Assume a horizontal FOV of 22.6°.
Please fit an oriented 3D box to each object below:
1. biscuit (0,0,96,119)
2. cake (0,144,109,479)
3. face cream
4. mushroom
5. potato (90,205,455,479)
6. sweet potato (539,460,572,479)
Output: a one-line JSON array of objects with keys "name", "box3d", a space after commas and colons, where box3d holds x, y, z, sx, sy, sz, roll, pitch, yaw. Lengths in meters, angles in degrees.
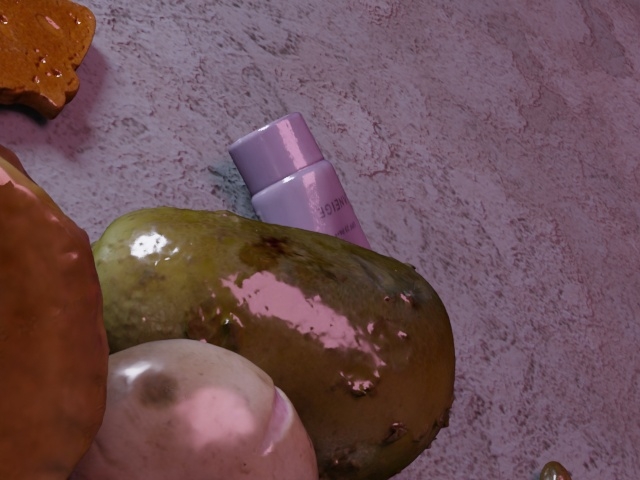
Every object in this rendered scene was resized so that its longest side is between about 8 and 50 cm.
[{"name": "biscuit", "box3d": [-0.310, -0.199, 1.606, 0.183, 0.043, 0.280, 51, 26, -1]}, {"name": "cake", "box3d": [-0.328, 0.052, 1.124, 0.332, 0.332, 0.321, 34, -4, -21]}, {"name": "face cream", "box3d": [0.000, 0.000, 1.736, 0.274, 0.096, 0.154, 62, 28, -2]}, {"name": "mushroom", "box3d": [-0.120, 0.194, 1.251, 0.255, 0.255, 0.184, 39, -3, -14]}, {"name": "potato", "box3d": [-0.046, 0.097, 1.427, 0.359, 0.219, 0.270, 17, 24, -35]}, {"name": "sweet potato", "box3d": [0.270, 0.311, 1.740, 0.182, 0.054, 0.053, -92, 171, -53]}]
